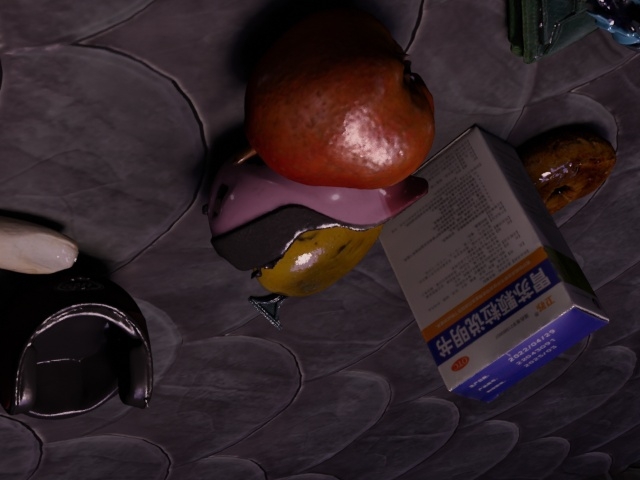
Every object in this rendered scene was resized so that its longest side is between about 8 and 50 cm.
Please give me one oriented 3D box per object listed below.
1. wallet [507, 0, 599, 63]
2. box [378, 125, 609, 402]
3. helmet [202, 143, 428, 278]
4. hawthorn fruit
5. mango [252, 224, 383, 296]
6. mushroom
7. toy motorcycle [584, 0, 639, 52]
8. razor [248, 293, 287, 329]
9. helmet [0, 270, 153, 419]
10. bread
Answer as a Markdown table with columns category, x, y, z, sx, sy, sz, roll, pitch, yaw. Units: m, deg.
| category | x | y | z | sx | sy | sz | roll | pitch | yaw |
| --- | --- | --- | --- | --- | --- | --- | --- | --- | --- |
| wallet | 0.279 | -0.306 | 1.214 | 0.160 | 0.055 | 0.236 | -28 | 150 | -6 |
| box | 0.211 | 0.029 | 1.445 | 0.200 | 0.299 | 0.106 | -39 | 146 | 24 |
| helmet | -0.019 | -0.062 | 1.296 | 0.253 | 0.154 | 0.198 | -32 | -174 | -3 |
| hawthorn fruit | 0.000 | -0.133 | 1.162 | 0.226 | 0.196 | 0.196 | -25 | 150 | 15 |
| mango | 0.000 | 0.000 | 1.459 | 0.195 | 0.098 | 0.137 | -32 | 143 | 7 |
| mushroom | -0.366 | -0.003 | 1.234 | 0.209 | 0.071 | 0.084 | 15 | 101 | -51 |
| toy motorcycle | 0.407 | -0.311 | 1.199 | 0.272 | 0.123 | 0.182 | -46 | 127 | 1 |
| razor | -0.016 | 0.048 | 1.595 | 0.190 | 0.033 | 0.066 | -41 | 104 | 22 |
| helmet | -0.309 | 0.135 | 1.361 | 0.189 | 0.193 | 0.216 | 0 | 138 | -27 |
| bread | 0.331 | -0.091 | 1.581 | 0.193 | 0.064 | 0.193 | -21 | 156 | -10 |
